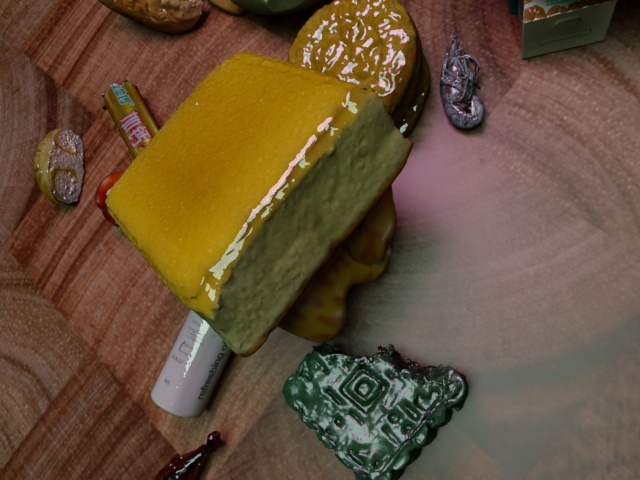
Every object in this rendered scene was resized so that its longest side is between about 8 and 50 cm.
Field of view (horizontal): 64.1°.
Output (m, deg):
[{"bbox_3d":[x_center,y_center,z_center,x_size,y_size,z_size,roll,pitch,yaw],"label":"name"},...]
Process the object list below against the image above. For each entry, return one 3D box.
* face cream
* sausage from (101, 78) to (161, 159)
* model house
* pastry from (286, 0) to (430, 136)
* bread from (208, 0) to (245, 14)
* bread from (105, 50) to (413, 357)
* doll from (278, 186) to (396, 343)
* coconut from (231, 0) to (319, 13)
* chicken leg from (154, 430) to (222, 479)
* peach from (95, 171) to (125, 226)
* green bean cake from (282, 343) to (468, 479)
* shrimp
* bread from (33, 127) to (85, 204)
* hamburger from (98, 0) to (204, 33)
[{"bbox_3d":[-0.162,0.119,0.814,0.092,0.092,0.312,23,85,23],"label":"face cream"},{"bbox_3d":[-0.295,-0.137,0.928,0.082,0.082,0.372,-37,69,8],"label":"sausage"},{"bbox_3d":[0.341,-0.362,0.737,0.126,0.100,0.149,-8,73,18],"label":"model house"},{"bbox_3d":[0.048,-0.265,0.802,0.234,0.132,0.240,3,78,20],"label":"pastry"},{"bbox_3d":[-0.180,-0.488,0.978,0.115,0.056,0.082,39,93,23],"label":"bread"},{"bbox_3d":[-0.097,-0.074,0.662,0.324,0.143,0.333,-50,45,-5],"label":"bread"},{"bbox_3d":[0.004,0.018,0.739,0.270,0.162,0.166,-50,35,-10],"label":"doll"},{"bbox_3d":[-0.084,-0.490,0.864,0.204,0.235,0.236,-12,73,34],"label":"coconut"},{"bbox_3d":[-0.220,0.391,0.794,0.089,0.048,0.219,18,84,20],"label":"chicken leg"},{"bbox_3d":[-0.353,-0.074,0.923,0.100,0.100,0.101,-5,76,19],"label":"peach"},{"bbox_3d":[0.070,0.204,0.702,0.208,0.107,0.193,39,94,25],"label":"green bean cake"},{"bbox_3d":[0.214,-0.250,0.781,0.065,0.056,0.165,-4,86,35],"label":"shrimp"},{"bbox_3d":[-0.530,-0.151,1.021,0.094,0.083,0.157,2,79,33],"label":"bread"},{"bbox_3d":[-0.339,-0.472,0.986,0.207,0.155,0.136,37,114,15],"label":"hamburger"}]
